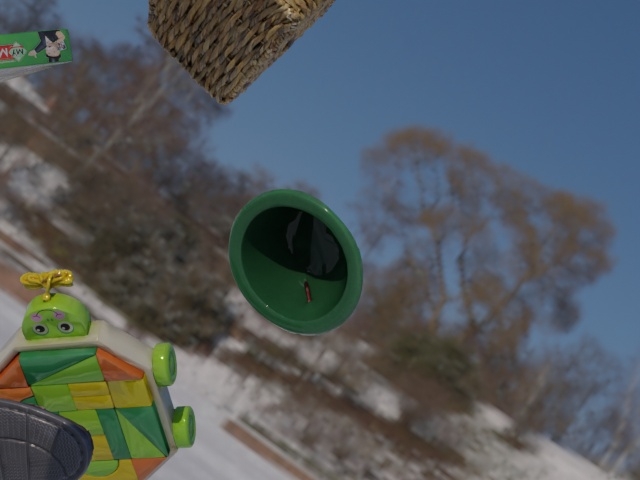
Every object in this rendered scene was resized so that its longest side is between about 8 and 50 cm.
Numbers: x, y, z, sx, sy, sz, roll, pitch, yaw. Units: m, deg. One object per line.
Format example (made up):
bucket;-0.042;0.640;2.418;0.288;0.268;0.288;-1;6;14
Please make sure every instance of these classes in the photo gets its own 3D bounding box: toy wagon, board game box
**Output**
toy wagon;-0.315;0.184;1.811;0.267;0.068;0.344;-5;-50;7
board game box;-0.498;-0.225;1.869;0.317;0.213;0.046;-4;-82;52

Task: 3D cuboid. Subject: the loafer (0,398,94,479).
loafer;-0.398;0.224;1.619;0.302;0.109;0.095;0;8;9

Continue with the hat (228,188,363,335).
hat;0.000;0.000;1.731;0.208;0.173;0.183;39;28;15

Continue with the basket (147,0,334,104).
basket;-0.096;-0.379;2.041;0.213;0.223;0.299;45;-31;-4
